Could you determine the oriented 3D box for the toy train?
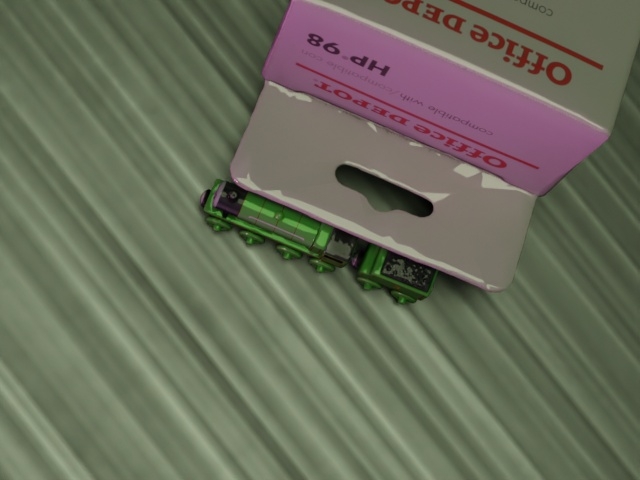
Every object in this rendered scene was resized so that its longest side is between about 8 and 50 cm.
[{"bbox_3d":[0.000,0.000,0.397,0.083,0.024,0.017,22,78,-5],"label":"toy train"}]

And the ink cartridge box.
[{"bbox_3d":[0.051,-0.087,0.390,0.104,0.060,0.180,22,70,-5],"label":"ink cartridge box"}]
